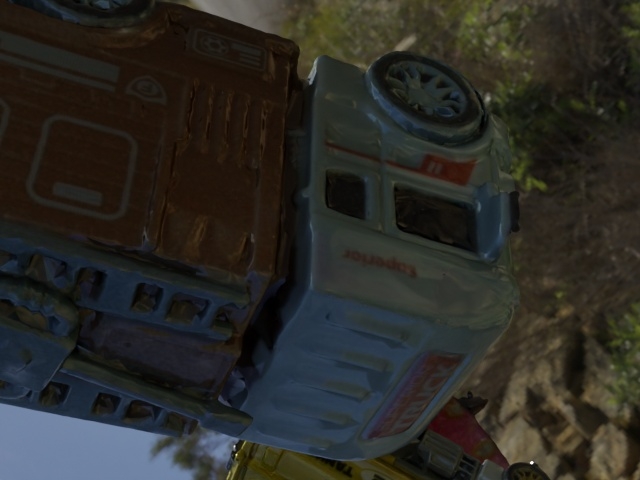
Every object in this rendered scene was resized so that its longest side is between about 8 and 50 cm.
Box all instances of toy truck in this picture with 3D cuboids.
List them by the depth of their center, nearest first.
[{"bbox_3d":[-0.072,-0.011,0.373,0.305,0.136,0.162,15,-137,-15],"label":"toy truck"},{"bbox_3d":[0.051,0.186,0.677,0.227,0.098,0.114,27,-144,10],"label":"toy truck"}]

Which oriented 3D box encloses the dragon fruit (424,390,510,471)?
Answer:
[{"bbox_3d":[0.102,0.348,1.089,0.386,0.249,0.371,45,157,50],"label":"dragon fruit"}]
